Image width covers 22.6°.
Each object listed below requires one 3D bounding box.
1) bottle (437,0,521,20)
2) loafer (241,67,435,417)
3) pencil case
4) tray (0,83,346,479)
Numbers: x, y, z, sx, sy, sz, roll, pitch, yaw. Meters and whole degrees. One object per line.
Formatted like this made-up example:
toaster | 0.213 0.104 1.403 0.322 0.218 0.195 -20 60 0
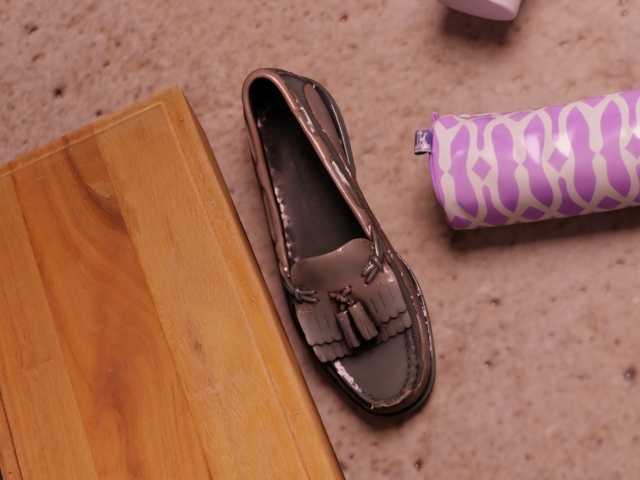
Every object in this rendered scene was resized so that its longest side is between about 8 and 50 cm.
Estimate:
bottle | 0.147 -0.298 1.130 0.118 0.092 0.282 15 86 53
loafer | 0.000 0.000 1.142 0.096 0.084 0.267 -25 74 13
pencil case | 0.174 -0.061 1.099 0.206 0.086 0.088 -6 54 16
tray | -0.122 0.092 1.082 0.203 0.076 0.411 -25 52 1
